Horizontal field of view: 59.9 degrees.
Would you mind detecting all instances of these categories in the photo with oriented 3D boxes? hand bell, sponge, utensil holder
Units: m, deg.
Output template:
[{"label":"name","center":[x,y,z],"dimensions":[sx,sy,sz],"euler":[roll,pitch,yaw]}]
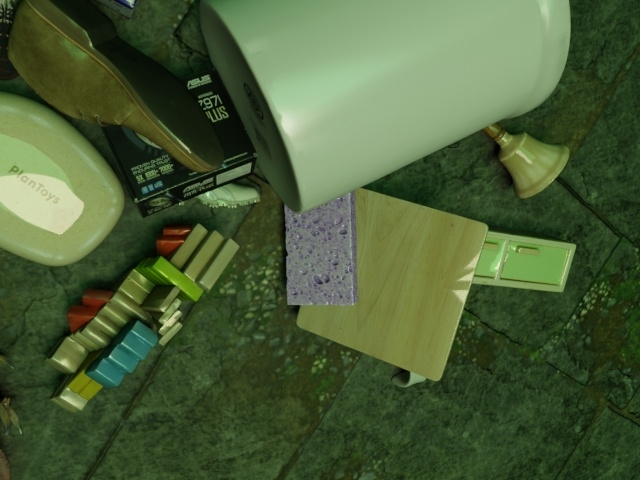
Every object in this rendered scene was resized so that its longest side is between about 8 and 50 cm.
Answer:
[{"label":"hand bell","center":[0.316,-0.197,1.008],"dimensions":[0.242,0.126,0.126],"euler":[36,89,-12]},{"label":"sponge","center":[0.000,0.000,0.903],"dimensions":[0.117,0.031,0.209],"euler":[-1,92,22]},{"label":"utensil holder","center":[0.072,-0.254,0.766],"dimensions":[0.386,0.328,0.327],"euler":[-27,111,-11]}]

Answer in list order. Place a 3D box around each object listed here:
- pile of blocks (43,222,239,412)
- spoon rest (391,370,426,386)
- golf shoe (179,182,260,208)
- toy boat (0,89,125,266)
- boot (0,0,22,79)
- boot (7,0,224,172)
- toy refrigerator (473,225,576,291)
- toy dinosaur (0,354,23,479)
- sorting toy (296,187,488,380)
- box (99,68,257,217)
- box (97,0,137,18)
[{"label":"pile of blocks","center":[-0.286,0.102,0.816],"dimensions":[0.362,0.149,0.113],"euler":[-48,115,-3]},{"label":"spoon rest","center":[0.161,0.155,1.035],"dimensions":[0.138,0.084,0.276],"euler":[-15,109,-17]},{"label":"golf shoe","center":[-0.175,-0.094,0.854],"dimensions":[0.176,0.069,0.085],"euler":[4,96,-23]},{"label":"toy boat","center":[-0.445,-0.041,0.736],"dimensions":[0.318,0.148,0.267],"euler":[-47,120,-12]},{"label":"boot","center":[-0.408,-0.323,0.709],"dimensions":[0.082,0.106,0.219],"euler":[-4,134,-34]},{"label":"boot","center":[-0.258,-0.183,0.713],"dimensions":[0.305,0.112,0.115],"euler":[43,114,-9]},{"label":"toy refrigerator","center":[0.352,0.031,1.069],"dimensions":[0.270,0.094,0.102],"euler":[8,101,-22]},{"label":"toy dinosaur","center":[-0.510,0.316,0.806],"dimensions":[0.201,0.127,0.295],"euler":[-22,116,-22]},{"label":"sorting toy","center":[0.119,0.059,0.924],"dimensions":[0.256,0.089,0.256],"euler":[18,99,20]},{"label":"box","center":[-0.202,-0.138,0.789],"dimensions":[0.180,0.077,0.147],"euler":[-23,81,-15]},{"label":"box","center":[-0.285,-0.352,0.703],"dimensions":[0.126,0.137,0.072],"euler":[25,94,-24]}]
